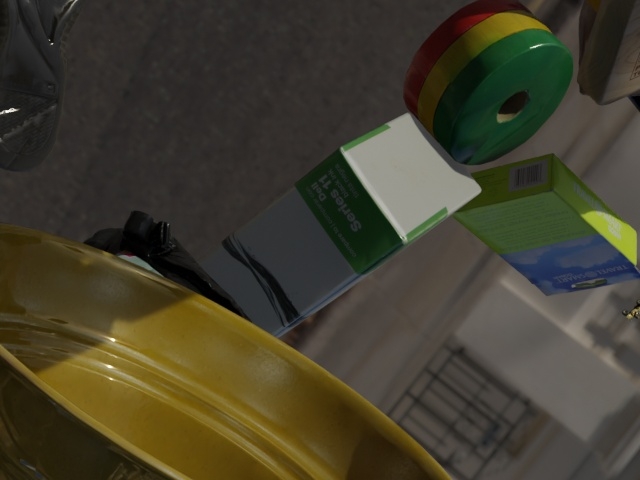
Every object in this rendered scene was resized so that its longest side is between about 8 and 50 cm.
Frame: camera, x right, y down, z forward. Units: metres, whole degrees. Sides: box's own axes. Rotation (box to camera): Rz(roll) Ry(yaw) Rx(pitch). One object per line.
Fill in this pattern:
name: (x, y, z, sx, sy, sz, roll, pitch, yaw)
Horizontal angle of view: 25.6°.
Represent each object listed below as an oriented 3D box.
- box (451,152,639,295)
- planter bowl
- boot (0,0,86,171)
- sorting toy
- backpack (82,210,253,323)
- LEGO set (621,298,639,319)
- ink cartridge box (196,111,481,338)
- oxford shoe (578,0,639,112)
box: (0.205, -0.011, 1.258, 0.178, 0.109, 0.042, 36, 53, -43)
planter bowl: (-0.058, 0.085, 0.495, 0.090, 0.217, 0.217, -59, 164, 8)
boot: (-0.415, -0.270, 1.723, 0.138, 0.284, 0.378, 10, 85, -44)
sorting toy: (0.142, -0.125, 0.427, 0.274, 0.046, 0.132, -25, 148, -23)
backpack: (-0.067, 0.089, 0.713, 0.115, 0.182, 0.152, -40, 131, -8)
LEGO set: (0.266, 0.033, 1.082, 0.054, 0.023, 0.083, -26, 148, -28)
ink cartridge box: (0.000, 0.000, 1.087, 0.208, 0.087, 0.153, -37, 178, 32)
oxford shoe: (0.332, -0.131, 1.158, 0.363, 0.130, 0.133, 14, 92, -37)
